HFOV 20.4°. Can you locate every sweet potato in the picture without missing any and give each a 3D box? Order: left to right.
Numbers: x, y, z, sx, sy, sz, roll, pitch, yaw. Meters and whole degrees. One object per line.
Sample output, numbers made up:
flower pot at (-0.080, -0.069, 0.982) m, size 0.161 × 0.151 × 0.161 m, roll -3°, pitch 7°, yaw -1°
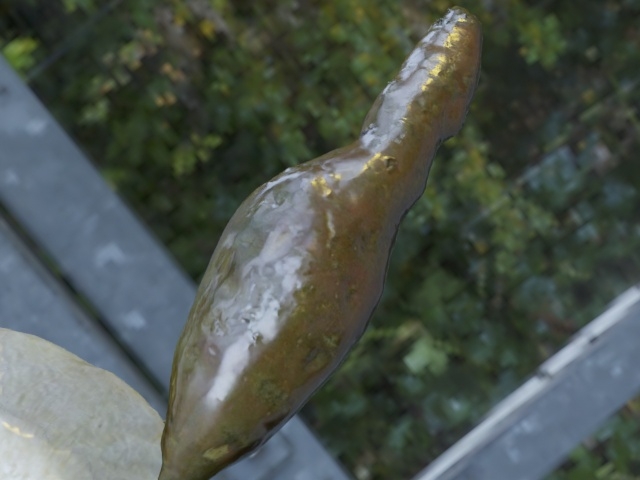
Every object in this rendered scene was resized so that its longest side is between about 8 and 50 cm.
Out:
sweet potato at (0.001, -0.002, 0.755) m, size 0.074 × 0.075 × 0.269 m, roll -1°, pitch 52°, yaw 59°

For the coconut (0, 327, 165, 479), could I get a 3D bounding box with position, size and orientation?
coconut at (-0.199, 0.192, 0.962) m, size 0.328 × 0.329 × 0.329 m, roll -33°, pitch 21°, yaw 14°
